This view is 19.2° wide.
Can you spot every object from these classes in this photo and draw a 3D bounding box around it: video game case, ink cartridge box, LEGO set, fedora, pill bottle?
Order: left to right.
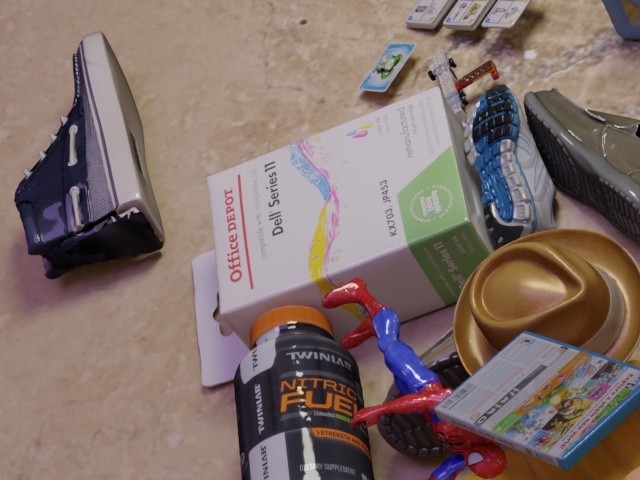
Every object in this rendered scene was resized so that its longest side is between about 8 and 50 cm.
[{"bbox_3d":[-0.019,0.183,1.883,0.130,0.130,0.246,-21,47,14],"label":"pill bottle"},{"bbox_3d":[0.000,0.000,2.026,0.353,0.119,0.207,-21,47,13],"label":"ink cartridge box"},{"bbox_3d":[0.143,-0.201,2.175,0.182,0.060,0.244,10,58,49],"label":"LEGO set"},{"bbox_3d":[0.201,0.057,1.740,0.194,0.079,0.194,-14,58,24],"label":"fedora"},{"bbox_3d":[0.190,0.133,1.604,0.119,0.015,0.166,-37,30,-24],"label":"video game case"}]

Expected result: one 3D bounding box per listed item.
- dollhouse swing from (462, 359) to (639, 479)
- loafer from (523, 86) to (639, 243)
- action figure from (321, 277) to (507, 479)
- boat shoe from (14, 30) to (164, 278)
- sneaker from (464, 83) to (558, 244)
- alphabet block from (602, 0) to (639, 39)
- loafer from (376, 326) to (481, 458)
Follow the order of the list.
[{"bbox_3d":[0.228,0.193,1.613,0.347,0.305,0.315,-36,46,1],"label":"dollhouse swing"},{"bbox_3d":[0.298,-0.085,1.955,0.087,0.094,0.251,-28,44,-13],"label":"loafer"},{"bbox_3d":[0.064,0.156,1.744,0.139,0.091,0.280,-36,39,-11],"label":"action figure"},{"bbox_3d":[-0.297,-0.106,2.274,0.158,0.127,0.341,-20,48,5],"label":"boat shoe"},{"bbox_3d":[0.207,-0.074,1.989,0.071,0.083,0.191,-30,56,40],"label":"sneaker"},{"bbox_3d":[0.401,-0.349,2.026,0.192,0.193,0.197,4,57,31],"label":"alphabet block"},{"bbox_3d":[0.172,0.115,1.858,0.268,0.102,0.092,-37,9,10],"label":"loafer"}]
